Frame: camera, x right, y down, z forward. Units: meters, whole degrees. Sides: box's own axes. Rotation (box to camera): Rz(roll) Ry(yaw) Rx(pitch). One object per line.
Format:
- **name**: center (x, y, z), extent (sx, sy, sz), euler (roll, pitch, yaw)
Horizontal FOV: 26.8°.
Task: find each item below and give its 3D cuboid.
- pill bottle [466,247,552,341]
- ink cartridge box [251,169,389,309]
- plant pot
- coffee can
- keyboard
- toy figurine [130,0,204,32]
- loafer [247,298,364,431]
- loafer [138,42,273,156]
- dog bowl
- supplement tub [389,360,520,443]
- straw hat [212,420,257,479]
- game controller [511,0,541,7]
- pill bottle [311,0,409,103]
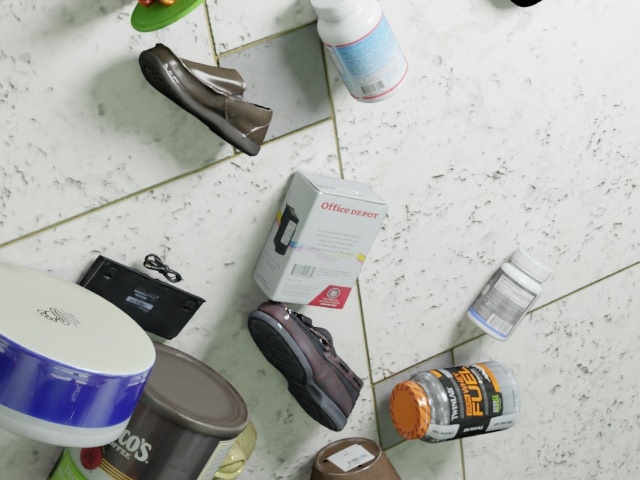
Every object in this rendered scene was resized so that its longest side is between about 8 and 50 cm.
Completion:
- **pill bottle**: center (0.299, 0.084, 2.111), extent (0.078, 0.078, 0.137), euler (26, 103, -40)
- **ink cartridge box**: center (0.000, 0.000, 1.875), extent (0.127, 0.072, 0.175), euler (10, 114, -35)
- **plant pot**: center (0.064, 0.438, 2.133), extent (0.215, 0.215, 0.230), euler (-19, 114, -20)
- **coffee can**: center (-0.249, 0.304, 1.836), extent (0.202, 0.201, 0.275), euler (19, 108, -39)
- **keyboard**: center (-0.236, 0.066, 1.810), extent (0.180, 0.023, 0.108), euler (26, 110, -41)
- **toy figurine**: center (-0.191, -0.352, 1.518), extent (0.173, 0.130, 0.159), euler (-52, 125, -22)
- **loafer**: center (-0.016, 0.167, 1.972), extent (0.095, 0.109, 0.302), euler (-50, 141, -20)
- **loafer**: center (-0.139, -0.189, 1.674), extent (0.078, 0.080, 0.220), euler (-55, 137, -3)
- **dog bowl**: center (-0.338, 0.134, 1.628), extent (0.265, 0.265, 0.104), euler (16, 107, -38)
- **supplement tub**: center (0.214, 0.260, 2.148), extent (0.190, 0.117, 0.117), euler (-6, 122, -29)
- **straw hat**: center (-0.147, 0.326, 2.007), extent (0.145, 0.061, 0.144), euler (-16, 127, -22)
- **game controller**: center (0.362, -0.453, 1.807), extent (0.319, 0.067, 0.166), euler (-39, 132, -3)
- **pill bottle**: center (0.049, -0.260, 1.726), extent (0.087, 0.087, 0.160), euler (-36, 132, -6)
